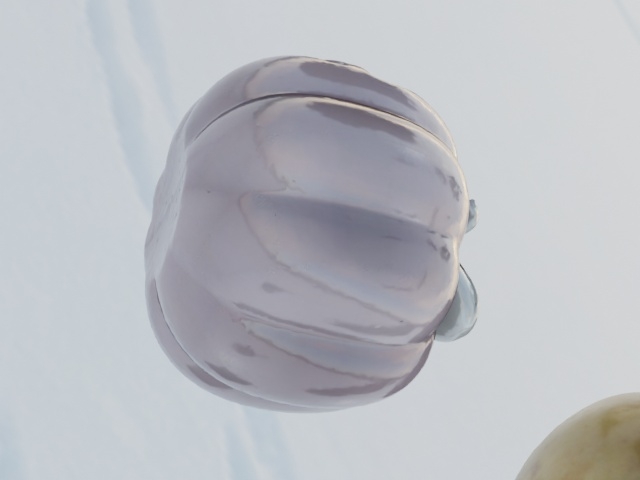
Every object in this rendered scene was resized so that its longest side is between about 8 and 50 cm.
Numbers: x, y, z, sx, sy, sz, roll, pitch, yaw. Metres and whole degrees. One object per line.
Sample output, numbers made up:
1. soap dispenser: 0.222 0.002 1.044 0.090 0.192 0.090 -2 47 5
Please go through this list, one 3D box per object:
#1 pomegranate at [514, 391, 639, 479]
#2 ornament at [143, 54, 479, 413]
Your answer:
1. pomegranate: 0.254 0.236 1.164 0.307 0.307 0.307 51 20 -27
2. ornament: 0.000 0.000 0.851 0.177 0.177 0.177 51 20 -27
